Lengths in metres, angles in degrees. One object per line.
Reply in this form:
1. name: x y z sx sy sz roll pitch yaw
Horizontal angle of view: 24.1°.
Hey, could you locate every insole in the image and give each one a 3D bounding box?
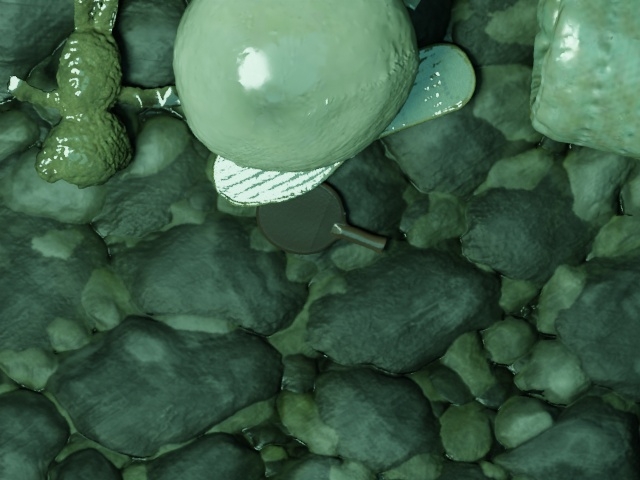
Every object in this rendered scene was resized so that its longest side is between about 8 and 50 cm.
1. insole: 0.024 -0.139 1.803 0.348 0.009 0.119 -24 101 11

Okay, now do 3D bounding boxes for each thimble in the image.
1. thimble: 0.333 -0.231 1.622 0.195 0.291 0.291 11 116 1

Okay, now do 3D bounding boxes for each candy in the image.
1. candy: -0.031 -0.197 1.684 0.295 0.185 0.295 4 121 7

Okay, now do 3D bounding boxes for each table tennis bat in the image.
1. table tennis bat: 0.000 0.000 1.825 0.170 0.119 0.107 19 115 -7

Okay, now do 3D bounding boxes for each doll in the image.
1. doll: -0.277 -0.200 1.749 0.203 0.091 0.286 -33 129 -20

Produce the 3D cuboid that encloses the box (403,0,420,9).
1. box: 0.057 -0.340 1.708 0.167 0.024 0.090 26 114 -12
